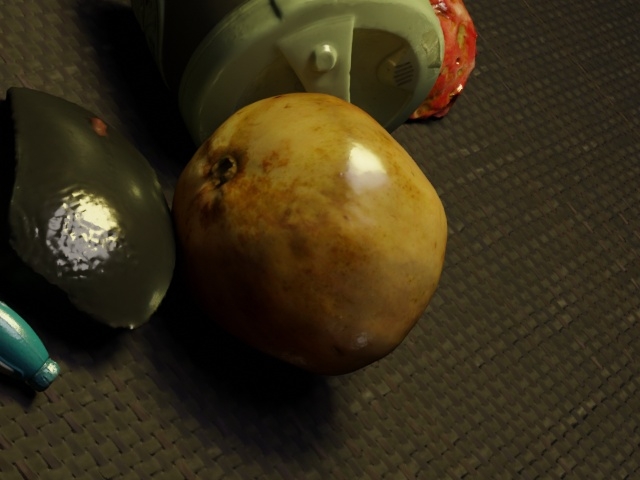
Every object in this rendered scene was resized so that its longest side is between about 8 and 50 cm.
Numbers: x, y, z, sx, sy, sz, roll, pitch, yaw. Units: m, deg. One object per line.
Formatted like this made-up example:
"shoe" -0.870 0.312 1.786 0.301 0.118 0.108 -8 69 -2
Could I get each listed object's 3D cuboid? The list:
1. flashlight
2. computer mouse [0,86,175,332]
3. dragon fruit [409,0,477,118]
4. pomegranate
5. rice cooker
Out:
"flashlight" -0.254 0.064 1.461 0.129 0.051 0.051 42 29 -11
"computer mouse" -0.200 -0.042 1.622 0.168 0.087 0.295 27 32 -26
"dragon fruit" 0.080 -0.243 2.191 0.262 0.134 0.211 40 33 -10
"pomegranate" 0.000 0.000 1.692 0.270 0.229 0.252 38 1 -44
"rice cooker" -0.036 -0.217 1.875 0.288 0.288 0.277 11 46 -46
